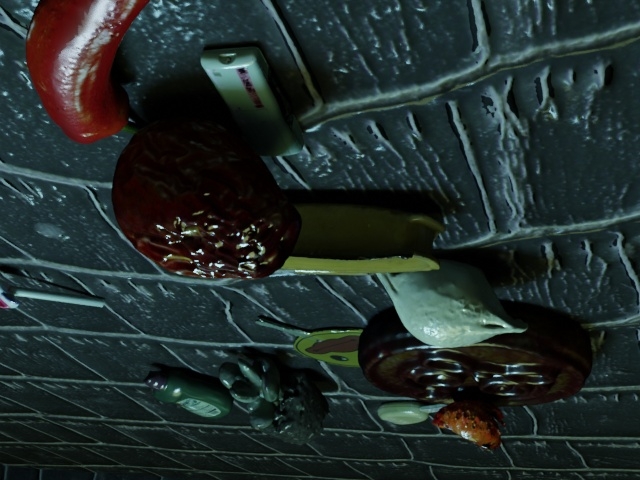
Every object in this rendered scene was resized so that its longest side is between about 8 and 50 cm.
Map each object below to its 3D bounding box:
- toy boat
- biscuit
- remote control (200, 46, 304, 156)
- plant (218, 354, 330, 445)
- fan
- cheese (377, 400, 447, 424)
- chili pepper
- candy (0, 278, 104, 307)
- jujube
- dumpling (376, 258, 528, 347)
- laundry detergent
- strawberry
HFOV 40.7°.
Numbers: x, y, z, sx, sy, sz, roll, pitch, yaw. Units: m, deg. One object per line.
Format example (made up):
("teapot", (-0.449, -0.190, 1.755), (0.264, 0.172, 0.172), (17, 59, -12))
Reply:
("toy boat", (0.000, 0.000, 1.116), (0.321, 0.089, 0.121), (1, 166, 14))
("biscuit", (0.264, 0.217, 1.505), (0.407, 0.091, 0.407), (3, 156, 2))
("remote control", (-0.066, -0.139, 0.897), (0.065, 0.029, 0.166), (0, 154, 17))
("plant", (-0.102, 0.325, 1.776), (0.146, 0.149, 0.274), (-7, 149, 27))
("fan", (0.024, 0.192, 1.615), (0.335, 0.011, 0.229), (21, 152, -31))
("cheese", (0.222, 0.385, 1.948), (0.097, 0.038, 0.192), (25, 151, -36))
("chili pepper", (-0.201, -0.172, 0.801), (0.137, 0.092, 0.368), (-1, 162, -20))
("candy", (-0.543, 0.083, 1.450), (0.365, 0.124, 0.124), (12, 156, -31))
("jujube", (-0.119, -0.038, 0.918), (0.236, 0.168, 0.168), (28, 170, 36))
("dumpling", (0.187, 0.092, 1.233), (0.215, 0.126, 0.166), (-6, 169, 19))
("laundry detergent", (-0.313, 0.341, 1.947), (0.221, 0.078, 0.144), (27, 152, -38))
("strawberry", (0.279, 0.329, 1.579), (0.121, 0.082, 0.188), (19, 174, 23))
